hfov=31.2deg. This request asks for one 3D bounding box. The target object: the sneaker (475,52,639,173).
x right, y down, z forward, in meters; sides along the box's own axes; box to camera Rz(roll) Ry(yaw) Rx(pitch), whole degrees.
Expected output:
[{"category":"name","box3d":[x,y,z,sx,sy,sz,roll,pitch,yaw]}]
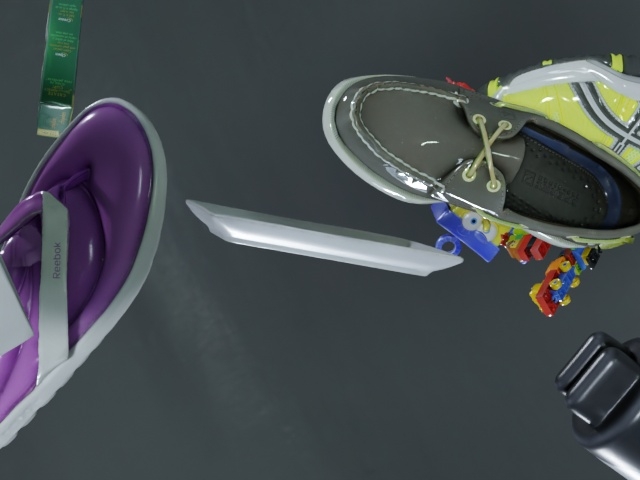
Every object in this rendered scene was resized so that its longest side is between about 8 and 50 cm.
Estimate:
[{"category":"sneaker","box3d":[0.315,-0.083,1.092,0.145,0.384,0.147,87,-174,-78]}]

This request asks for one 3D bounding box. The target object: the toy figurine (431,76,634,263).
[{"category":"toy figurine","box3d":[0.262,-0.050,1.708,0.362,0.217,0.191,37,-172,-21]}]

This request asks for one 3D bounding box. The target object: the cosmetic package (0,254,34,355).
[{"category":"cosmetic package","box3d":[-0.359,-0.005,0.723,0.365,0.197,0.155,24,137,50]}]

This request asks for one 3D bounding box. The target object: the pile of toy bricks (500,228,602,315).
[{"category":"pile of toy bricks","box3d":[0.270,-0.009,1.388,0.105,0.212,0.118,-8,124,43]}]

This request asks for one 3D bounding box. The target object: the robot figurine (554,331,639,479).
[{"category":"robot figurine","box3d":[0.438,0.238,1.480,0.278,0.209,0.173,35,141,-11]}]

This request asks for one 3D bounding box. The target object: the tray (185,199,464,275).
[{"category":"tray","box3d":[0.000,0.000,1.189,0.145,0.270,0.030,-160,80,-72]}]

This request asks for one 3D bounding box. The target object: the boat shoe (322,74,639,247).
[{"category":"boat shoe","box3d":[0.148,-0.069,0.966,0.091,0.305,0.109,-1,72,64]}]

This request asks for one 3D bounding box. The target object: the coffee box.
[{"category":"coffee box","box3d":[-0.313,-0.226,1.381,0.113,0.040,0.184,136,138,-66]}]

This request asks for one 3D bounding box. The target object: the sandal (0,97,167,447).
[{"category":"sandal","box3d":[-0.283,0.053,1.103,0.169,0.102,0.416,35,100,24]}]
